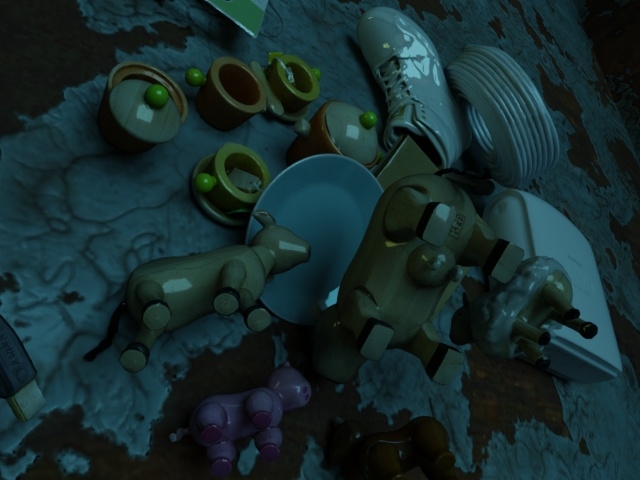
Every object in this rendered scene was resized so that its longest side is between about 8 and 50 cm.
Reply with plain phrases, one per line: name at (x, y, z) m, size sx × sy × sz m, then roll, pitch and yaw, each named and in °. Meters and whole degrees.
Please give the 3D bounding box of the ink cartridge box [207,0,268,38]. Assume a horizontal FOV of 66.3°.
ink cartridge box at (-0.140, -0.371, 0.642) m, size 0.171 × 0.056 × 0.235 m, roll 29°, pitch 53°, yaw -28°

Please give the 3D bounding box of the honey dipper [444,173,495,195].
honey dipper at (0.259, -0.110, 0.887) m, size 0.161 × 0.030 × 0.030 m, roll 10°, pitch 61°, yaw -38°

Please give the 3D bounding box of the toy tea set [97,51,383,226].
toy tea set at (-0.058, -0.134, 0.533) m, size 0.336 × 0.124 × 0.200 m, roll -29°, pitch 89°, yaw -48°

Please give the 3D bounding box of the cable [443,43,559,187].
cable at (0.306, -0.214, 0.858) m, size 0.257 × 0.089 × 0.257 m, roll 59°, pitch 5°, yaw -17°

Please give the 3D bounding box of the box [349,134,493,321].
box at (0.121, -0.007, 0.627) m, size 0.201 × 0.021 × 0.164 m, roll 41°, pitch 81°, yaw -26°

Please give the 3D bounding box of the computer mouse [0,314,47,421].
computer mouse at (-0.228, 0.141, 0.244) m, size 0.184 × 0.060 × 0.262 m, roll -25°, pitch 97°, yaw -40°

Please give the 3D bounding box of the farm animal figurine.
farm animal figurine at (0.027, 0.061, 0.447) m, size 0.330 × 0.327 × 0.172 m, roll 42°, pitch 3°, yaw -20°

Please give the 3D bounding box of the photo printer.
photo printer at (0.399, 0.068, 0.860) m, size 0.256 × 0.107 × 0.307 m, roll 28°, pitch 51°, yaw -29°

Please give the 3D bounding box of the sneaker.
sneaker at (0.139, -0.238, 0.790) m, size 0.292 × 0.108 × 0.169 m, roll 52°, pitch 40°, yaw -9°

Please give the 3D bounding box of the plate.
plate at (0.000, 0.000, 0.535) m, size 0.188 × 0.024 × 0.188 m, roll -8°, pitch 105°, yaw -33°
